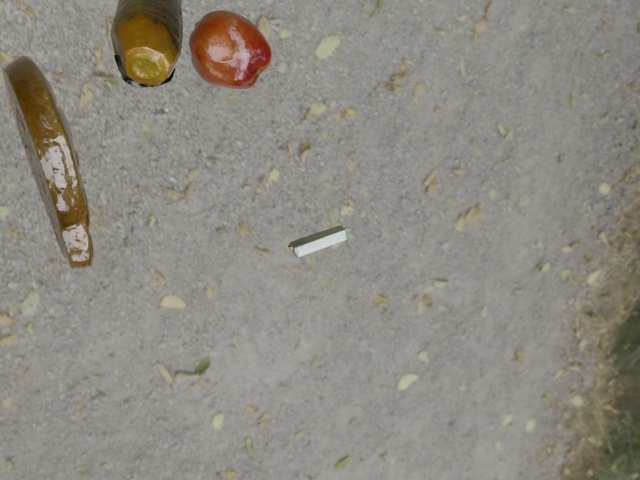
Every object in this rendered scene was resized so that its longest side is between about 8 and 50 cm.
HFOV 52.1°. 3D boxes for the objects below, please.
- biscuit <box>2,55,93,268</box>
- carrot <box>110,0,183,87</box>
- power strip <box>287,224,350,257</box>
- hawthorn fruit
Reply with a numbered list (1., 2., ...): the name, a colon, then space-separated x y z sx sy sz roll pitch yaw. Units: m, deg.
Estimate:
1. biscuit: -0.458 -0.117 1.146 0.070 0.350 0.394 -20 172 -24
2. carrot: -0.199 -0.253 0.757 0.082 0.173 0.082 -8 145 -5
3. power strip: 0.000 0.000 0.822 0.083 0.027 0.017 -18 111 -11
4. hawthorn fruit: -0.158 -0.329 1.147 0.132 0.138 0.133 -59 173 -12
